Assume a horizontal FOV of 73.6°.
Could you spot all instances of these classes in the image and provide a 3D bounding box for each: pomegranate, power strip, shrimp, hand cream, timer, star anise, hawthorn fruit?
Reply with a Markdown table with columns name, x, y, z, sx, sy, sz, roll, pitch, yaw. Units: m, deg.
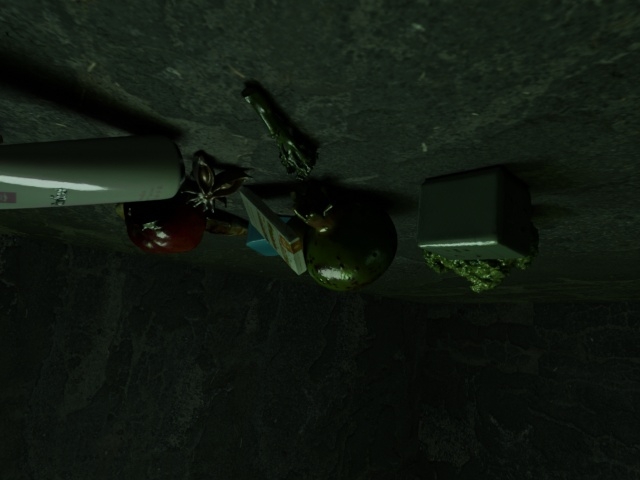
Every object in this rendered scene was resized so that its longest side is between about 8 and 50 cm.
| name | x | y | z | sx | sy | sz | roll | pitch | yaw |
| --- | --- | --- | --- | --- | --- | --- | --- | --- | --- |
| pomegranate | 0.065 | -0.016 | 0.987 | 0.230 | 0.231 | 0.286 | 4 | 138 | 14 |
| power strip | 0.270 | -0.041 | 0.831 | 0.140 | 0.139 | 0.224 | 16 | 166 | -42 |
| shrimp | -0.384 | -0.061 | 1.356 | 0.233 | 0.071 | 0.364 | 6 | 175 | 37 |
| hand cream | -0.408 | -0.107 | 0.696 | 0.358 | 0.118 | 0.185 | -15 | 174 | -38 |
| timer | -0.085 | -0.008 | 1.354 | 0.249 | 0.092 | 0.232 | 1 | 167 | 13 |
| star anise | -0.256 | -0.143 | 0.981 | 0.148 | 0.219 | 0.227 | -19 | -139 | -18 |
| hawthorn fruit | -0.373 | -0.057 | 1.084 | 0.189 | 0.190 | 0.251 | 2 | 174 | 27 |

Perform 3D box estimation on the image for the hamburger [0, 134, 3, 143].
| name | x | y | z | sx | sy | sz | roll | pitch | yaw |
| --- | --- | --- | --- | --- | --- | --- | --- | --- | --- |
| hamburger | -0.727 | -0.177 | 0.767 | 0.282 | 0.245 | 0.155 | 48 | 133 | 0 |

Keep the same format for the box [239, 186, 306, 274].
| name | x | y | z | sx | sy | sz | roll | pitch | yaw |
| --- | --- | --- | --- | --- | --- | --- | --- | --- | --- |
| box | -0.113 | -0.026 | 1.005 | 0.220 | 0.032 | 0.122 | 44 | 157 | 36 |

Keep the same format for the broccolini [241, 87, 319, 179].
| name | x | y | z | sx | sy | sz | roll | pitch | yaw |
| --- | --- | --- | --- | --- | --- | --- | --- | --- | --- |
| broccolini | -0.068 | -0.172 | 0.677 | 0.067 | 0.058 | 0.216 | -37 | 149 | 7 |

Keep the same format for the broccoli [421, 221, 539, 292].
| name | x | y | z | sx | sy | sz | roll | pitch | yaw |
| --- | --- | --- | --- | --- | --- | --- | --- | --- | --- |
| broccoli | 0.375 | 0.039 | 1.034 | 0.253 | 0.186 | 0.302 | -5 | 159 | 14 |

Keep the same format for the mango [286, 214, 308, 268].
| name | x | y | z | sx | sy | sz | roll | pitch | yaw |
| --- | --- | --- | --- | --- | --- | --- | --- | --- | --- |
| mango | 0.000 | 0.000 | 1.183 | 0.251 | 0.157 | 0.114 | 5 | 176 | -43 |

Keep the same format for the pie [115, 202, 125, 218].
| name | x | y | z | sx | sy | sz | roll | pitch | yaw |
| --- | --- | --- | --- | --- | --- | --- | --- | --- | --- |
| pie | -0.569 | -0.082 | 1.393 | 0.184 | 0.052 | 0.218 | 12 | 167 | 7 |
